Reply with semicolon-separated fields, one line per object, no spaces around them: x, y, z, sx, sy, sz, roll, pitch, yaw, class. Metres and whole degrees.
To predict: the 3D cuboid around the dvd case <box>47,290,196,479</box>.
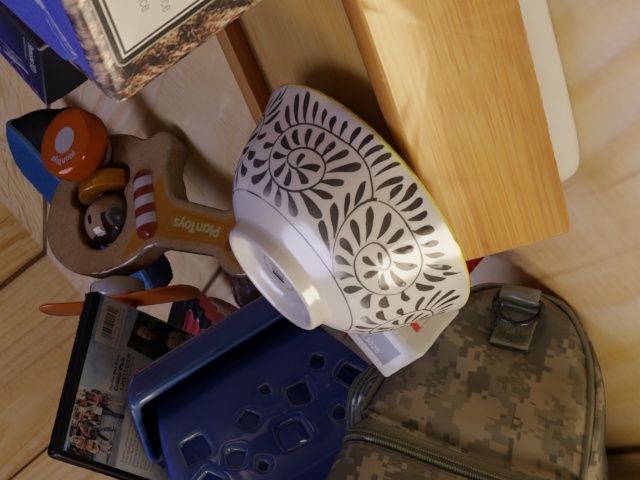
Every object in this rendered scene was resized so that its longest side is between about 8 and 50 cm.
-0.175;0.182;1.397;0.022;0.180;0.253;-10;151;42;dvd case

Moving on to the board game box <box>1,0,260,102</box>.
-0.011;-0.225;0.333;0.141;0.291;0.232;41;161;30;board game box

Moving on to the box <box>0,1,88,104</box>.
-0.309;-0.268;1.322;0.207;0.108;0.153;48;163;7;box

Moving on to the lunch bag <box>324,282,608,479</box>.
0.128;0.206;0.992;0.212;0.256;0.305;17;149;23;lunch bag

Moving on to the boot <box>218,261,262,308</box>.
-0.072;0.062;1.563;0.106;0.037;0.114;55;158;-24;boot

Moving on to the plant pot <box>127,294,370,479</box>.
-0.056;0.198;1.275;0.212;0.236;0.236;52;164;20;plant pot

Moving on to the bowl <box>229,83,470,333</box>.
0.000;0.000;0.746;0.170;0.080;0.170;44;163;17;bowl

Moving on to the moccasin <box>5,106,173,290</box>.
-0.291;-0.073;1.701;0.342;0.117;0.138;48;152;21;moccasin

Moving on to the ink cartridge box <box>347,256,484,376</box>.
0.051;-0.007;0.911;0.145;0.179;0.045;49;133;-3;ink cartridge box

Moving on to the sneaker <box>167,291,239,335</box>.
-0.080;0.144;1.632;0.136;0.116;0.314;8;-164;-33;sneaker

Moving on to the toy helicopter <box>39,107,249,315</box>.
-0.181;-0.005;1.414;0.355;0.235;0.140;12;171;38;toy helicopter

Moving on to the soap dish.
0.023;-0.133;0.746;0.229;0.118;0.291;34;157;43;soap dish

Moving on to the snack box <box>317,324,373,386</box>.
0.055;0.171;1.419;0.187;0.060;0.322;42;162;23;snack box
